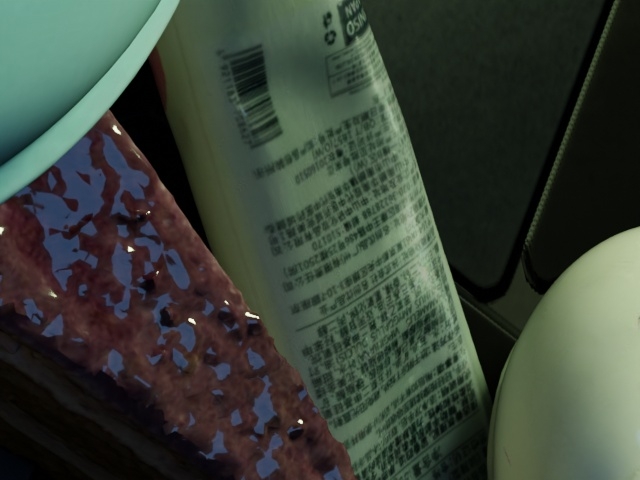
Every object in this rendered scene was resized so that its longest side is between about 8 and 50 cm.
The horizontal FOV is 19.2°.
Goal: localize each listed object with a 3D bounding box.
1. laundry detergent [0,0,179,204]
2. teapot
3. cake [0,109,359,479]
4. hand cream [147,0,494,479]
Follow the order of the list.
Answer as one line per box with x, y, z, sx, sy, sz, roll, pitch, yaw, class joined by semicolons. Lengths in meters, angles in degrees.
-0.189;-0.121;0.433;0.287;0.305;0.287;4;83;-39;laundry detergent
0.167;0.089;0.811;0.298;0.139;0.204;-36;114;-47;teapot
-0.079;0.046;0.640;0.295;0.116;0.113;51;62;-22;cake
0.000;0.000;0.750;0.124;0.077;0.341;-35;116;-39;hand cream
